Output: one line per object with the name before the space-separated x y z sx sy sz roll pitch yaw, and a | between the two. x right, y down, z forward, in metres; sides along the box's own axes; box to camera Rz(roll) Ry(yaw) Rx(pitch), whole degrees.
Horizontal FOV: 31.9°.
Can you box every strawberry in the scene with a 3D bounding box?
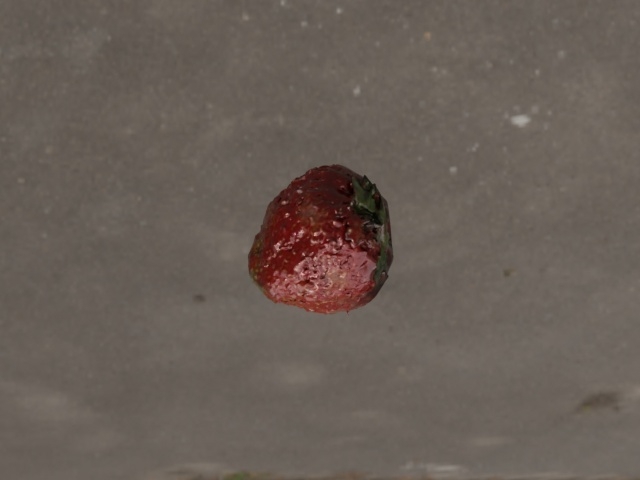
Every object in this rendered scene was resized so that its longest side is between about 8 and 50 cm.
strawberry | 0.000 0.001 0.734 0.106 0.106 0.106 -2 154 -1
